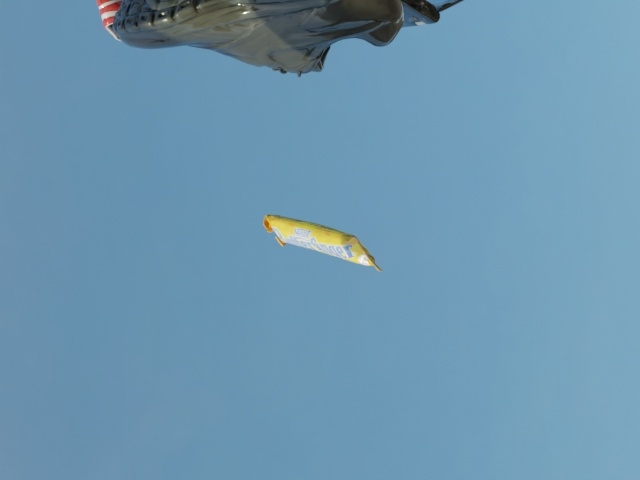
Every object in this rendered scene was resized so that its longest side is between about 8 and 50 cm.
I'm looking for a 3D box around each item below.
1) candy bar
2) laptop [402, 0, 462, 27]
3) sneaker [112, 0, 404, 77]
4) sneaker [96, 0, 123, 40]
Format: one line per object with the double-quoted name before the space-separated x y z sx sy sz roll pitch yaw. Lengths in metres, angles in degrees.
"candy bar" 0.000 0.000 1.332 0.018 0.161 0.040 -51 -58 -16
"laptop" 0.079 -0.358 1.639 0.408 0.382 0.236 29 -92 -14
"sneaker" -0.058 -0.193 1.305 0.130 0.286 0.109 52 -132 -40
"sneaker" -0.184 -0.243 1.570 0.118 0.042 0.067 -5 -103 -40
